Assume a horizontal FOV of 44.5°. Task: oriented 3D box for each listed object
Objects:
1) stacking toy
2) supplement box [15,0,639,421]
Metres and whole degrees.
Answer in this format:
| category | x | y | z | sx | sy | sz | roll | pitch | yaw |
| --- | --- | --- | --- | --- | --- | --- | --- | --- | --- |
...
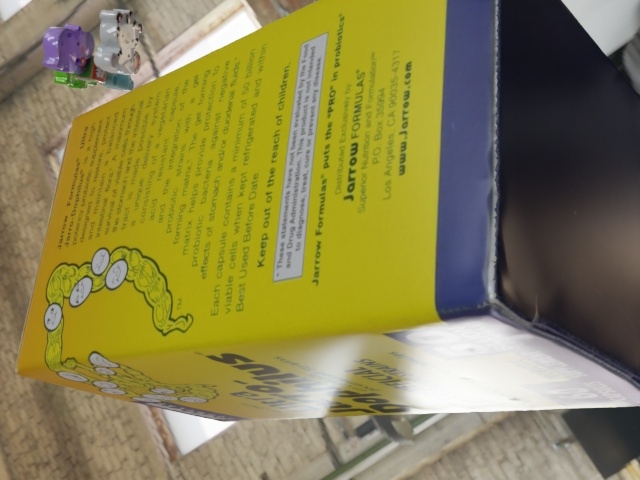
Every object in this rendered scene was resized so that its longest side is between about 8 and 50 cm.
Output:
| category | x | y | z | sx | sy | sz | roll | pitch | yaw |
| --- | --- | --- | --- | --- | --- | --- | --- | --- | --- |
| stacking toy | -0.213 | -0.175 | 0.739 | 0.221 | 0.167 | 0.052 | 1 | -82 | -73 |
| supplement box | 0.000 | 0.000 | 0.496 | 0.194 | 0.357 | 0.195 | 27 | -120 | -43 |
